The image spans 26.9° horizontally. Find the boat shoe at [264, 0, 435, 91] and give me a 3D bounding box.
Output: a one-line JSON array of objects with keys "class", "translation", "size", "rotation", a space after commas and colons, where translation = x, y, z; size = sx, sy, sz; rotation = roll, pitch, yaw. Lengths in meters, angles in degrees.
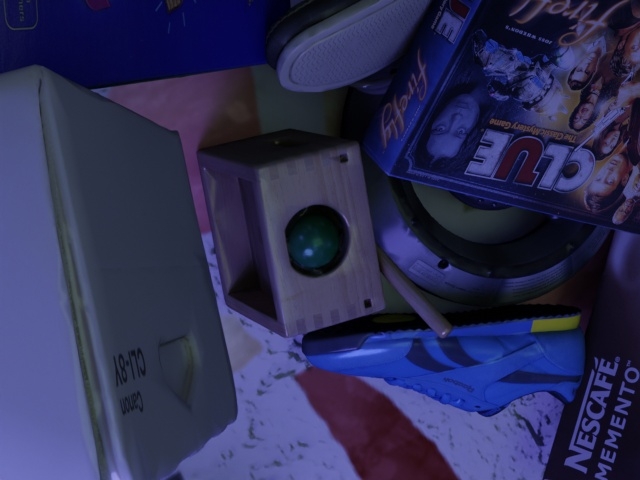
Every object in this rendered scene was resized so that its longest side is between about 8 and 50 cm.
[{"class": "boat shoe", "translation": [0.045, -0.164, 0.827], "size": [0.233, 0.084, 0.079], "rotation": [-37, 74, -31]}]

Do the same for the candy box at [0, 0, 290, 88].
[{"class": "candy box", "translation": [-0.129, -0.211, 0.685], "size": [0.317, 0.122, 0.268], "rotation": [-23, 112, -65]}]

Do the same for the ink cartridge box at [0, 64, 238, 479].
[{"class": "ink cartridge box", "translation": [-0.253, 0.047, 0.594], "size": [0.385, 0.279, 0.160], "rotation": [-10, 89, 4]}]

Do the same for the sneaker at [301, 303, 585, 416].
[{"class": "sneaker", "translation": [0.090, 0.091, 0.944], "size": [0.209, 0.069, 0.082], "rotation": [-2, 98, -15]}]

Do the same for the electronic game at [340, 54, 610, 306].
[{"class": "electronic game", "translation": [0.121, -0.067, 0.954], "size": [0.229, 0.048, 0.229], "rotation": [0, 90, -21]}]

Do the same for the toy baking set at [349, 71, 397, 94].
[{"class": "toy baking set", "translation": [0.096, -0.173, 0.910], "size": [0.197, 0.030, 0.256], "rotation": [-5, 81, -14]}]

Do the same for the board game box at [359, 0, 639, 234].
[{"class": "board game box", "translation": [0.163, -0.097, 0.855], "size": [0.243, 0.042, 0.165], "rotation": [10, 117, -35]}]

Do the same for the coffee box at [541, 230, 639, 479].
[{"class": "coffee box", "translation": [0.296, 0.068, 0.976], "size": [0.119, 0.168, 0.297], "rotation": [14, 93, -50]}]

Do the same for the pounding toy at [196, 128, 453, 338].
[{"class": "pounding toy", "translation": [0.000, 0.000, 0.860], "size": [0.100, 0.141, 0.130], "rotation": [-15, 105, -22]}]
